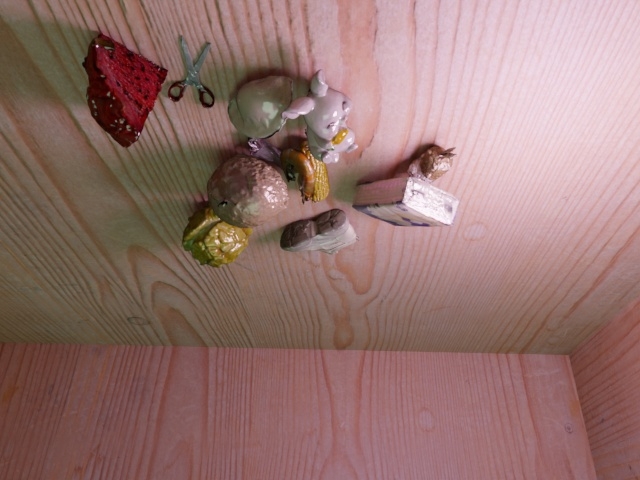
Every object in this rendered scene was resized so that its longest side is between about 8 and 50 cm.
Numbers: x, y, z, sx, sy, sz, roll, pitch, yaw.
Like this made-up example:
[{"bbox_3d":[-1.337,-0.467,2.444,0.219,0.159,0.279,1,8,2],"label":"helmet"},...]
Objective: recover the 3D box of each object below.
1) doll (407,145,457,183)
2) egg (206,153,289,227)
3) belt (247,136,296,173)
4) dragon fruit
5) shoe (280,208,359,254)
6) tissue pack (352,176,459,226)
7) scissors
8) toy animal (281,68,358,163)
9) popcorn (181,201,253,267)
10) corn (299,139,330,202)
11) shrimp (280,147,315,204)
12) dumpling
[{"bbox_3d":[0.393,-0.269,1.801,0.115,0.105,0.221,-1,154,-27],"label":"doll"},{"bbox_3d":[-0.261,-0.169,1.830,0.310,0.279,0.279,20,161,35],"label":"egg"},{"bbox_3d":[-0.166,-0.302,1.830,0.232,0.053,0.071,27,143,-35],"label":"belt"},{"bbox_3d":[-0.546,-0.412,1.480,0.240,0.330,0.302,-26,142,3],"label":"dragon fruit"},{"bbox_3d":[0.000,0.000,2.239,0.342,0.132,0.210,-19,141,24],"label":"shoe"},{"bbox_3d":[0.303,-0.133,1.886,0.242,0.125,0.344,21,173,-26],"label":"tissue pack"},{"bbox_3d":[-0.381,-0.499,1.556,0.144,0.017,0.247,9,147,-12],"label":"scissors"},{"bbox_3d":[0.007,-0.367,1.578,0.208,0.154,0.325,-49,144,7],"label":"toy animal"},{"bbox_3d":[-0.432,-0.018,2.132,0.282,0.247,0.282,11,138,11],"label":"popcorn"},{"bbox_3d":[-0.022,-0.252,1.869,0.106,0.106,0.293,-1,145,5],"label":"corn"},{"bbox_3d":[-0.073,-0.221,1.806,0.150,0.068,0.248,29,148,34],"label":"shrimp"},{"bbox_3d":[-0.172,-0.396,1.576,0.247,0.172,0.142,-16,175,32],"label":"dumpling"}]
